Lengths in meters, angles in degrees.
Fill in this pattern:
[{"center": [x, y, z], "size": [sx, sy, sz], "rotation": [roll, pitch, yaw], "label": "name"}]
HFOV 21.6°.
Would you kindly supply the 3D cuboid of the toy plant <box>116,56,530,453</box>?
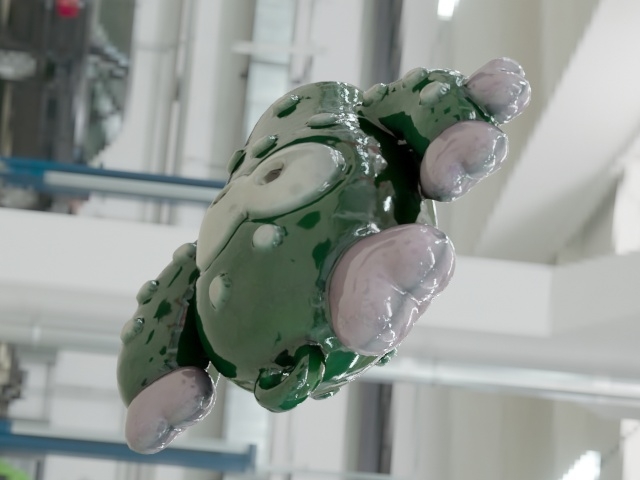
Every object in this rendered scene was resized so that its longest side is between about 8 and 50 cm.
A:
[{"center": [-0.004, 0.003, 0.866], "size": [0.232, 0.112, 0.243], "rotation": [-20, -146, 46], "label": "toy plant"}]
